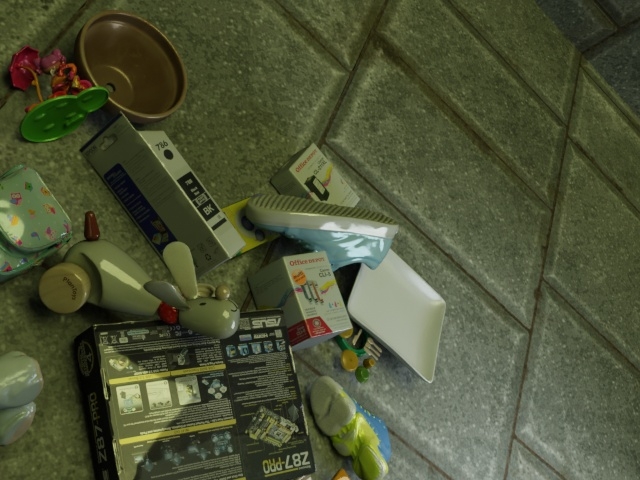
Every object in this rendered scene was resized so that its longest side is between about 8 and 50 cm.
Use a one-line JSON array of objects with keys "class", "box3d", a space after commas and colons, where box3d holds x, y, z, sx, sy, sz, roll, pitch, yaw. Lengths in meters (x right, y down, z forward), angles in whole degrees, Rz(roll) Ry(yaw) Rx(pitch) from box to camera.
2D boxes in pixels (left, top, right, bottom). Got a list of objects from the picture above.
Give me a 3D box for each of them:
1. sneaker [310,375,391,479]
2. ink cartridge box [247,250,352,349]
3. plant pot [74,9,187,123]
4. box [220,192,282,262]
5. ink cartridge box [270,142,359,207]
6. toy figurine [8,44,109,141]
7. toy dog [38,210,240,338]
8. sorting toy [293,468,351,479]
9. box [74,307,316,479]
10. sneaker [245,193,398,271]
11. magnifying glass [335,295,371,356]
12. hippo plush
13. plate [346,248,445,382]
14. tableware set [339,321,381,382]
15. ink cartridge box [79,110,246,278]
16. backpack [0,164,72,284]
[{"class": "sneaker", "box3d": [0.067, 0.378, 1.889, 0.240, 0.091, 0.126, 62, 24, 2]}, {"class": "ink cartridge box", "box3d": [-0.044, 0.126, 1.874, 0.128, 0.127, 0.176, -8, 73, -45]}, {"class": "plant pot", "box3d": [-0.389, -0.324, 1.807, 0.237, 0.110, 0.237, 21, 55, -34]}, {"class": "box", "box3d": [-0.168, -0.025, 1.903, 0.179, 0.043, 0.105, -28, 89, -46]}, {"class": "ink cartridge box", "box3d": [-0.011, -0.114, 2.079, 0.175, 0.072, 0.127, 50, 44, -12]}, {"class": "toy figurine", "box3d": [-0.496, -0.291, 1.671, 0.159, 0.173, 0.130, 60, -3, 17]}, {"class": "toy dog", "box3d": [-0.299, 0.051, 1.549, 0.333, 0.161, 0.220, 8, 20, -18]}, {"class": "sorting toy", "box3d": [-0.046, 0.554, 1.698, 0.347, 0.047, 0.196, -24, 90, -47]}, {"class": "box", "box3d": [-0.211, 0.293, 1.614, 0.395, 0.097, 0.318, -3, 72, -39]}, {"class": "sneaker", "box3d": [0.000, 0.000, 1.944, 0.366, 0.135, 0.150, 9, 104, -28]}, {"class": "magnifying glass", "box3d": [0.043, 0.149, 2.024, 0.092, 0.026, 0.231, -20, 84, -47]}, {"class": "hippo plush", "box3d": [-0.576, 0.212, 1.303, 0.236, 0.234, 0.294, 39, 20, 22]}, {"class": "plate", "box3d": [0.170, 0.156, 2.104, 0.278, 0.045, 0.277, 43, 38, -19]}, {"class": "tableware set", "box3d": [0.060, 0.230, 1.966, 0.154, 0.024, 0.104, 44, 51, -18]}, {"class": "ink cartridge box", "box3d": [-0.297, -0.082, 1.720, 0.333, 0.165, 0.065, 54, 42, -8]}, {"class": "backpack", "box3d": [-0.516, -0.021, 1.497, 0.188, 0.144, 0.166, -41, 103, -40]}]
